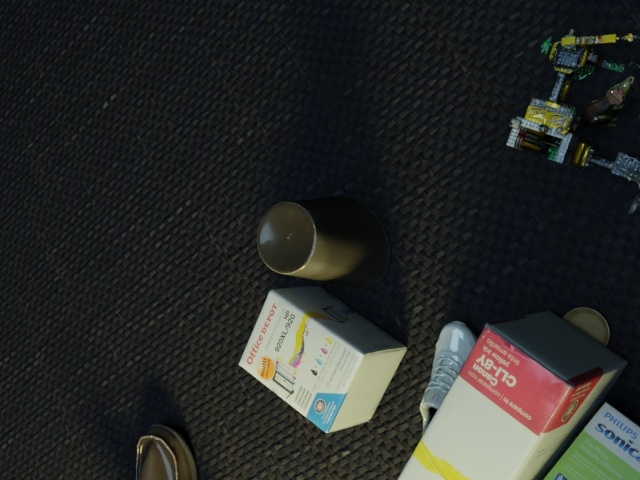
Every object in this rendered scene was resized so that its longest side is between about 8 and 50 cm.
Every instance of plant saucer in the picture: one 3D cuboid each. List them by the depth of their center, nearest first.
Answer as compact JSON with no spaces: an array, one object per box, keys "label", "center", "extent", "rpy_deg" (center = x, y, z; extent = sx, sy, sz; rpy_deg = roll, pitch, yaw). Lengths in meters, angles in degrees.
[{"label":"plant saucer","center":[0.441,0.153,1.447],"extent":[0.083,0.015,0.084],"rpy_deg":[-1,89,33]}]

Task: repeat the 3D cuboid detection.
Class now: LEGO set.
[{"label":"LEGO set","center":[0.450,-0.198,1.347],"extent":[0.331,0.192,0.255],"rpy_deg":[33,106,28]}]

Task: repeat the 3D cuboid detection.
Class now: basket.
[{"label":"basket","center":[0.000,0.000,1.605],"extent":[0.154,0.227,0.204],"rpy_deg":[-46,67,22]}]

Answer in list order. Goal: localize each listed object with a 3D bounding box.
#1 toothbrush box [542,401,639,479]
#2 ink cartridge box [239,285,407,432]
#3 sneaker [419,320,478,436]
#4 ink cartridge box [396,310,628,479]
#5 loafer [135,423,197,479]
[{"label":"toothbrush box","center":[0.427,0.426,1.308],"extent":[0.206,0.122,0.283],"rpy_deg":[37,77,24]},{"label":"ink cartridge box","center":[0.002,0.216,1.630],"extent":[0.232,0.168,0.171],"rpy_deg":[32,106,30]},{"label":"sneaker","center":[0.225,0.258,1.520],"extent":[0.090,0.115,0.232],"rpy_deg":[4,91,32]},{"label":"ink cartridge box","center":[0.285,0.319,1.375],"extent":[0.160,0.279,0.385],"rpy_deg":[35,109,28]},{"label":"loafer","center":[-0.350,0.583,1.863],"extent":[0.133,0.130,0.366],"rpy_deg":[-5,86,32]}]
